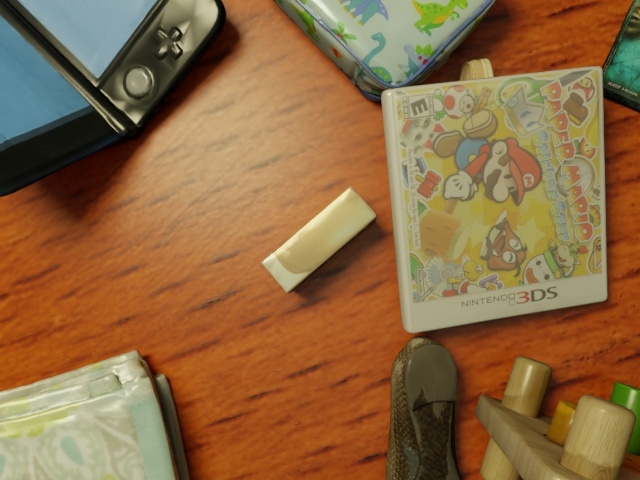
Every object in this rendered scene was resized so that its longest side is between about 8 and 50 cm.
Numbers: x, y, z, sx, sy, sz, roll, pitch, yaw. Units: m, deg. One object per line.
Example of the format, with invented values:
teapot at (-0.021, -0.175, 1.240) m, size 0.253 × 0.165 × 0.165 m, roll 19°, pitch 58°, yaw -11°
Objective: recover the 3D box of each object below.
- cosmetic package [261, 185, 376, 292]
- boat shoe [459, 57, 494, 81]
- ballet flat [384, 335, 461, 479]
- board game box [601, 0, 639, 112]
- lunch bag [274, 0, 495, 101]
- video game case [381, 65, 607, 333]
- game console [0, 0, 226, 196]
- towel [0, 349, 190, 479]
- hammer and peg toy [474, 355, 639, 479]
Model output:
cosmetic package at (0.000, 0.000, 0.623) m, size 0.115 × 0.060 × 0.041 m, roll -41°, pitch 86°, yaw 0°
boat shoe at (0.131, -0.098, 0.616) m, size 0.059 × 0.063 × 0.170 m, roll 9°, pitch 89°, yaw -2°
ballet flat at (0.095, 0.217, 0.617) m, size 0.084 × 0.058 × 0.250 m, roll -1°, pitch 94°, yaw -18°
board game box at (0.384, -0.170, 0.621) m, size 0.186 × 0.026 × 0.126 m, roll 25°, pitch 90°, yaw 4°
lunch bag at (0.054, -0.260, 0.607) m, size 0.219 × 0.090 × 0.176 m, roll 44°, pitch 90°, yaw -1°
video game case at (0.168, -0.037, 0.586) m, size 0.206 × 0.026 × 0.227 m, roll -8°, pitch 101°, yaw -8°
game console at (-0.286, -0.227, 0.586) m, size 0.293 × 0.173 × 0.250 m, roll 44°, pitch 105°, yaw 3°
towel at (-0.271, 0.323, 0.588) m, size 0.320 × 0.090 × 0.374 m, roll -14°, pitch 84°, yaw -9°
hammer and peg toy at (0.319, 0.211, 0.492) m, size 0.361 × 0.266 × 0.127 m, roll 18°, pitch 89°, yaw 5°
